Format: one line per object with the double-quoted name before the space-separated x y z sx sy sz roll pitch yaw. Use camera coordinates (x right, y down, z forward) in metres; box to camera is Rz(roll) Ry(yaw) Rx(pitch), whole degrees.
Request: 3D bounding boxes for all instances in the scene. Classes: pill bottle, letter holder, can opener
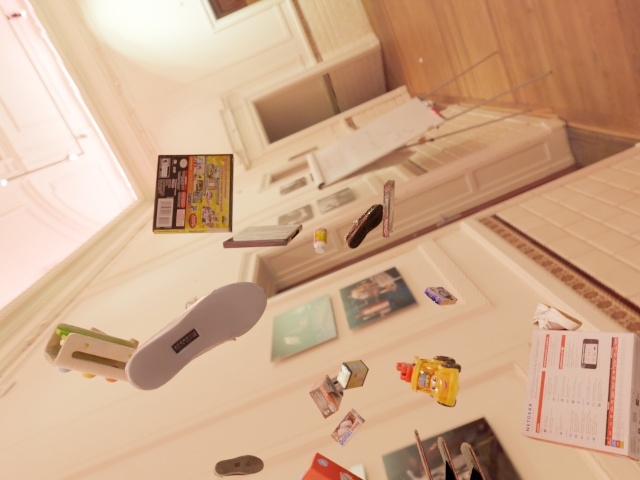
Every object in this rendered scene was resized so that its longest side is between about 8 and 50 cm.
"pill bottle" 0.000 0.000 1.730 0.043 0.044 0.083 62 -155 -56
"letter holder" 0.390 0.675 1.610 0.301 0.152 0.214 67 -175 -65
"can opener" 0.084 0.643 2.288 0.283 0.095 0.075 126 154 -61

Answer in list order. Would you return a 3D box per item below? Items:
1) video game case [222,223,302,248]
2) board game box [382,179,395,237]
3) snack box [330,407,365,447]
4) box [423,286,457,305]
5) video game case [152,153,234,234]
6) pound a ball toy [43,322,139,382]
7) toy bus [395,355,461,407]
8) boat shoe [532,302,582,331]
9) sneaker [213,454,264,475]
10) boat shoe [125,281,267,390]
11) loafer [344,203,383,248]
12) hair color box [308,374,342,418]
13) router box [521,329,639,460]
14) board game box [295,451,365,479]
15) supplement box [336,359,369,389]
"video game case" -0.177 -0.016 1.667 0.274 0.196 0.026 -56 -37 -76
"board game box" 0.242 -0.114 1.841 0.126 0.026 0.186 -46 -43 -69
"snack box" 0.097 0.674 1.866 0.064 0.178 0.022 41 -141 18
"box" 0.441 0.204 1.915 0.136 0.028 0.081 7 -151 -51
"video game case" -0.409 -0.153 1.687 0.035 0.249 0.274 95 173 -70
"pound a ball toy" -0.716 0.370 1.675 0.208 0.135 0.319 14 168 47
"toy bus" 0.371 0.478 1.821 0.220 0.212 0.149 45 -125 -87
"boat shoe" 0.775 0.277 1.721 0.098 0.096 0.277 30 -178 7
"sneaker" -0.374 1.028 2.363 0.118 0.222 0.083 118 152 -56
"boat shoe" -0.302 0.223 1.257 0.135 0.367 0.156 57 154 -10
"loafer" 0.169 -0.069 2.099 0.078 0.220 0.080 36 170 48
"hair color box" 0.019 0.484 1.622 0.093 0.053 0.167 57 -175 6
"router box" 0.768 0.436 1.528 0.082 0.301 0.335 29 -113 -34
"board game box" 0.071 0.866 1.735 0.317 0.242 0.064 29 -144 4
"supplement box" 0.116 0.482 1.868 0.056 0.083 0.083 43 124 48
